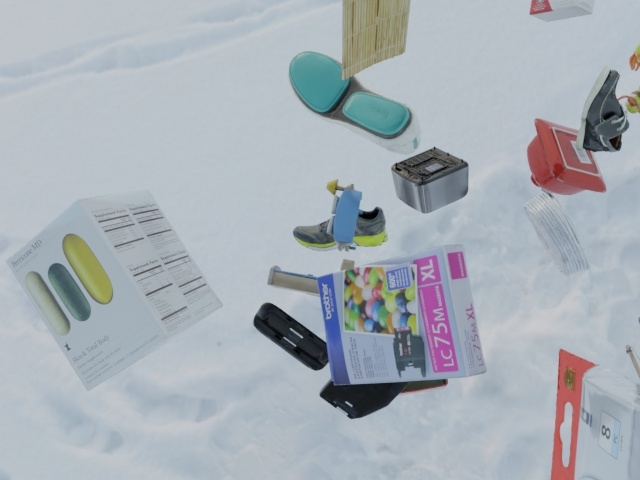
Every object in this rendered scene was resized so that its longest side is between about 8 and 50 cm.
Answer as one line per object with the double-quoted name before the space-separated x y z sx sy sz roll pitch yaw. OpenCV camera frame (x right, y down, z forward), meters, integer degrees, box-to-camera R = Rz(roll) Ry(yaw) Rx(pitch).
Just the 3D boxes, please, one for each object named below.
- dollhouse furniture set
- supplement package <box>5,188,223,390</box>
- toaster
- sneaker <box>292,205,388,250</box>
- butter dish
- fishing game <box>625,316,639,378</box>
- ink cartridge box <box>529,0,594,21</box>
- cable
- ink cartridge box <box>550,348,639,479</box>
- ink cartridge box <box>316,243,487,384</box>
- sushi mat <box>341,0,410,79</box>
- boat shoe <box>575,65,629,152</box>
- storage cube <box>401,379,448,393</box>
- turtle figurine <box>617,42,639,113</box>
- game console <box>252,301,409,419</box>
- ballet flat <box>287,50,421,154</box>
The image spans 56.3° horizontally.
"dollhouse furniture set" 0.000 0.000 1.643 0.198 0.286 0.303 11 83 7
"supplement package" -0.355 0.077 1.053 0.199 0.198 0.262 -34 88 21
"toaster" 0.300 -0.170 1.674 0.186 0.110 0.168 -24 32 -17
"sneaker" 0.062 -0.048 1.837 0.300 0.121 0.111 -6 32 -11
"butter dish" 0.489 -0.153 1.246 0.118 0.160 0.160 -47 43 50
"fishing game" 0.560 0.144 0.942 0.041 0.264 0.189 2 35 1
"ink cartridge box" 0.437 -0.471 1.065 0.099 0.056 0.135 14 99 54
"cable" 0.688 -0.017 1.743 0.089 0.257 0.257 -28 38 14
"ink cartridge box" 0.411 0.353 0.932 0.091 0.385 0.308 3 92 -3
"ink cartridge box" 0.097 0.127 0.936 0.311 0.065 0.185 -18 78 46
"sushi mat" 0.099 -0.429 1.019 0.151 0.316 0.019 -26 57 -17
"boat shoe" 0.493 -0.219 1.024 0.079 0.233 0.084 26 82 26
"storage cube" 0.267 0.359 1.774 0.215 0.193 0.183 -11 72 6
"turtle figurine" 0.639 -0.301 1.066 0.217 0.269 0.087 20 39 -5
"game console" 0.009 0.256 1.344 0.361 0.213 0.044 36 39 2
"ballet flat" 0.072 -0.300 1.355 0.139 0.139 0.400 -46 54 -6
